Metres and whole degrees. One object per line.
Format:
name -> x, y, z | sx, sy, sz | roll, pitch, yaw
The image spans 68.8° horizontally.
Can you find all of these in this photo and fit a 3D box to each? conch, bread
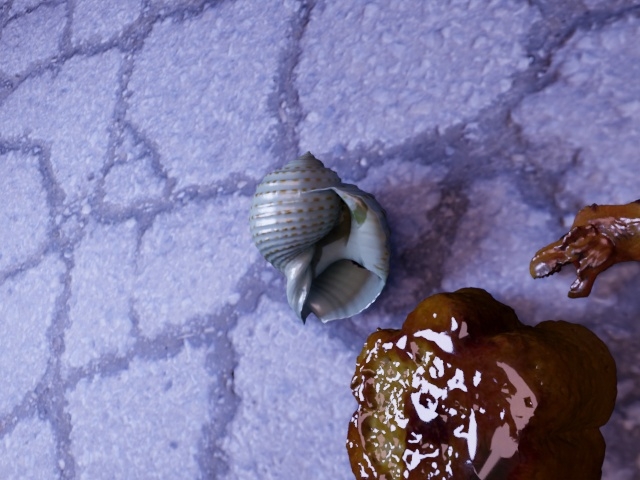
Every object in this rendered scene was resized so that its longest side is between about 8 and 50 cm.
conch -> 0.001, -0.007, 0.573 | 0.172, 0.131, 0.199 | 1, 119, 9
bread -> 0.130, 0.168, 0.449 | 0.232, 0.135, 0.246 | 22, 94, 46

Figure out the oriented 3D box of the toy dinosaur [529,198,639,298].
toy dinosaur -> 0.382, -0.027, 0.345 | 0.432, 0.097, 0.208 | -40, 70, 38
